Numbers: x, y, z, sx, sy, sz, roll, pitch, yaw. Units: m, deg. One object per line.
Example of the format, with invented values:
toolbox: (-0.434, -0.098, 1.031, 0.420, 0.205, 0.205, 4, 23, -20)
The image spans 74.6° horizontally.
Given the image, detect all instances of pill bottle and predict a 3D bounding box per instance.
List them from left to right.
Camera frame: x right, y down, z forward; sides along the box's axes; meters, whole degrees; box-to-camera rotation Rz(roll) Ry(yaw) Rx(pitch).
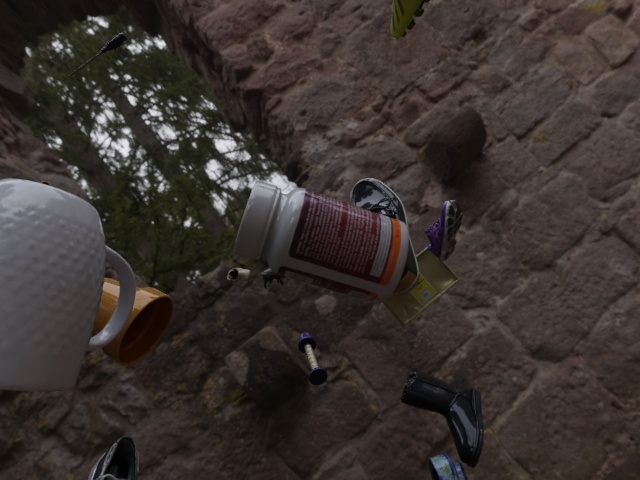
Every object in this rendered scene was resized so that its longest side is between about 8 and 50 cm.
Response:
pill bottle: (0.000, 0.000, 1.055, 0.224, 0.391, 0.224, -162, 90, -82)

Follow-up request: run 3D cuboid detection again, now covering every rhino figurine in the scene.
rhino figurine: (-0.114, 0.055, 1.378, 0.073, 0.106, 0.243, 4, 59, 60)

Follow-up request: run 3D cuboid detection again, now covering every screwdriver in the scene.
screwdriver: (-0.553, -0.460, 1.039, 0.169, 0.025, 0.024, -36, -4, -7)

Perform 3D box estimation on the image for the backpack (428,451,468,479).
backpack: (0.325, 0.601, 1.062, 0.084, 0.114, 0.105, -19, -21, -4)

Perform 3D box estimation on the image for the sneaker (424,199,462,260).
sneaker: (0.270, -0.022, 0.952, 0.068, 0.071, 0.170, -42, -33, -31)

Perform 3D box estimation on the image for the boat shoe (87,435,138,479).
boat shoe: (-0.426, 0.537, 0.865, 0.105, 0.113, 0.306, -55, 20, 5)

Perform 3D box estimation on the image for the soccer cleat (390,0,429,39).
soccer cleat: (0.207, -0.619, 0.998, 0.093, 0.121, 0.289, -56, -8, -23)

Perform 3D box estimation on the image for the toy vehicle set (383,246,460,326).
toy vehicle set: (0.345, 0.162, 1.511, 0.266, 0.166, 0.035, -37, -12, -8)

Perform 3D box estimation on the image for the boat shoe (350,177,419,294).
boat shoe: (0.193, -0.052, 1.407, 0.186, 0.500, 0.156, -29, -44, 20)

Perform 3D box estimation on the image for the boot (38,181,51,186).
boot: (-0.817, -0.077, 1.224, 0.283, 0.108, 0.220, -104, 30, -58)

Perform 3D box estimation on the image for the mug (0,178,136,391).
mug: (-0.512, 0.090, 0.781, 0.276, 0.328, 0.374, -1, -20, 29)

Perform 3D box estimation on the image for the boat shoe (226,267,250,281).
boat shoe: (-0.351, 0.139, 1.731, 0.059, 0.063, 0.170, 13, -15, -36)

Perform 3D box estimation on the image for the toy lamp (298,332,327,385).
toy lamp: (-0.036, 0.446, 1.631, 0.080, 0.080, 0.275, -40, 23, 0)

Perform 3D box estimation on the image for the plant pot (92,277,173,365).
plant pot: (-0.534, 0.195, 1.121, 0.205, 0.187, 0.205, -59, -12, -21)

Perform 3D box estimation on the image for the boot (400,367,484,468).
boot: (0.314, 0.457, 1.111, 0.246, 0.207, 0.094, -55, -23, -60)
